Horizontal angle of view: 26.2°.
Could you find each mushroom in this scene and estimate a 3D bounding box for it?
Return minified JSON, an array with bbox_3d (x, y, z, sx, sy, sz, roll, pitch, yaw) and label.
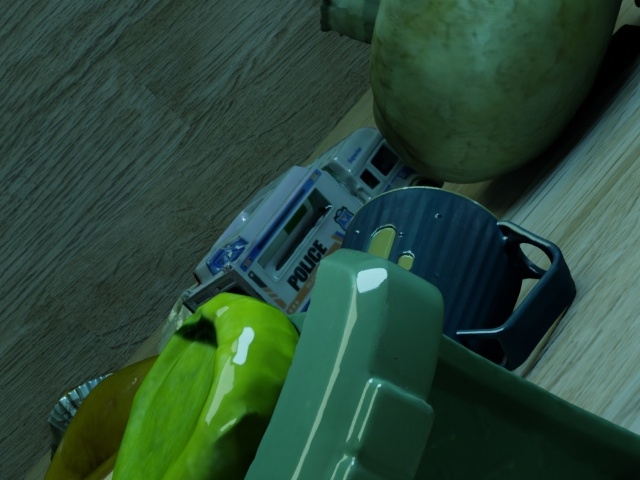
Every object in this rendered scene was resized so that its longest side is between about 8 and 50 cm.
[{"bbox_3d":[0.138,-0.219,1.258,0.352,0.260,0.352,14,-90,-86],"label":"mushroom"}]

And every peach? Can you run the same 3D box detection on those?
[{"bbox_3d":[-0.140,0.206,1.068,0.251,0.153,0.251,-34,30,23],"label":"peach"}]

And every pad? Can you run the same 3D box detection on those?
[{"bbox_3d":[0.273,-0.167,1.338,0.112,0.003,0.157,-46,8,8],"label":"pad"}]

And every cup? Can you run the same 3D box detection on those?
[{"bbox_3d":[0.077,0.054,0.913,0.176,0.131,0.155,-14,29,29],"label":"cup"}]

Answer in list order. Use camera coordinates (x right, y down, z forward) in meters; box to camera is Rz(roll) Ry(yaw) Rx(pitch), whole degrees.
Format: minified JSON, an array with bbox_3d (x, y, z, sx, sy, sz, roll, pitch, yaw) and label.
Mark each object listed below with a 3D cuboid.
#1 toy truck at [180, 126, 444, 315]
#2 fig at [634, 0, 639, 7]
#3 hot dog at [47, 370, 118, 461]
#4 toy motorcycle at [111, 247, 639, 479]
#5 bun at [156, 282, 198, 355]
[{"bbox_3d":[0.000,0.000,1.334,0.124,0.155,0.268,-32,17,49],"label":"toy truck"},{"bbox_3d":[0.323,-0.272,1.258,0.124,0.124,0.236,-51,-10,-26],"label":"fig"},{"bbox_3d":[-0.197,0.198,1.411,0.162,0.082,0.270,-8,-26,-9],"label":"hot dog"},{"bbox_3d":[0.015,0.182,0.426,0.200,0.191,0.326,-17,49,61],"label":"toy motorcycle"},{"bbox_3d":[-0.133,0.121,1.696,0.193,0.128,0.178,-51,9,-12],"label":"bun"}]
